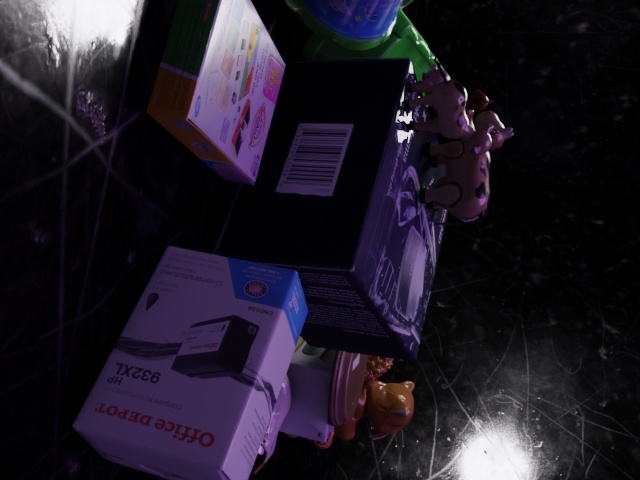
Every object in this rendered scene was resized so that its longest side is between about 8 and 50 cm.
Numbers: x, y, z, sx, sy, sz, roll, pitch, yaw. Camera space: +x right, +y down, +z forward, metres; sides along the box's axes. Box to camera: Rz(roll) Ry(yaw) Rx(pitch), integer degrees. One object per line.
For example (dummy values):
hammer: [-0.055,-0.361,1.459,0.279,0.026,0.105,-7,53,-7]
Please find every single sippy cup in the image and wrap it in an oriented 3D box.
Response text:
sippy cup: [0.085,-0.532,1.257,0.305,0.240,0.224,-52,-176,-32]

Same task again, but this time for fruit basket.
fruit basket: [0.116,-0.501,1.605,0.283,0.392,0.392,-48,171,11]

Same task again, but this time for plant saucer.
plant saucer: [0.075,0.333,1.641,0.278,0.041,0.277,8,90,-74]

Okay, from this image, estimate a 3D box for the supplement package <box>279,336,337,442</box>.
supplement package: [-0.035,0.361,1.716,0.263,0.199,0.198,-41,139,-69]

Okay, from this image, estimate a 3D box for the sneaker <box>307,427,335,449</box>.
sneaker: [0.010,0.611,2.335,0.321,0.125,0.180,-71,-177,-61]

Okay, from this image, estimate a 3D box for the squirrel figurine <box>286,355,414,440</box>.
squirrel figurine: [0.122,0.447,2.060,0.281,0.370,0.397,-36,136,-70]

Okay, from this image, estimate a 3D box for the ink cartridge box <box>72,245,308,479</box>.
ink cartridge box: [-0.174,0.180,0.948,0.129,0.223,0.307,81,24,-53]

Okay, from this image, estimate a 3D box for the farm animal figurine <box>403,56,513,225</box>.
farm animal figurine: [0.298,-0.188,1.324,0.330,0.172,0.326,-15,106,-64]

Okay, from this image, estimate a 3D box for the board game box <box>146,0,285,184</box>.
board game box: [-0.150,-0.249,1.039,0.316,0.064,0.242,48,54,-73]

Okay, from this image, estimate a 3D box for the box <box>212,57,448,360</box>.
box: [0.068,-0.054,1.407,0.472,0.297,0.479,55,46,-55]

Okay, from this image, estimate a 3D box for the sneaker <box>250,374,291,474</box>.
sneaker: [-0.138,0.434,1.550,0.123,0.106,0.290,-52,152,-67]
